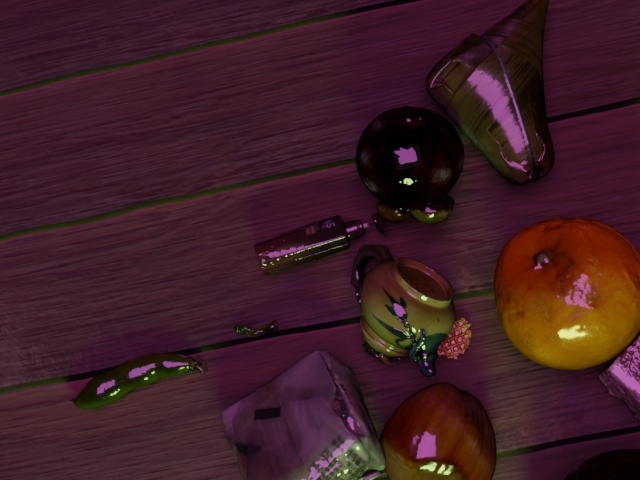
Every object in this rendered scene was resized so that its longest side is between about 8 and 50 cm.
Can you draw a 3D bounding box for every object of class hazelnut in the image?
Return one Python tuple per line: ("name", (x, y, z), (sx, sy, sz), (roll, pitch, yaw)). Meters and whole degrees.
("hazelnut", (0.195, 0.349, 1.874), (0.186, 0.210, 0.210), (-37, 77, 23))

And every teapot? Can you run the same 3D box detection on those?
("teapot", (0.129, 0.126, 1.935), (0.269, 0.173, 0.182), (49, 121, 35))

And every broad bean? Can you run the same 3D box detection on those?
("broad bean", (-0.336, 0.247, 2.012), (0.254, 0.046, 0.065), (-19, 91, 2))

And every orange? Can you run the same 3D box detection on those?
("orange", (0.417, 0.088, 1.846), (0.261, 0.261, 0.261), (-1, 80, 7))

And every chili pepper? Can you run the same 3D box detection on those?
("chili pepper", (-0.120, 0.161, 2.016), (0.083, 0.022, 0.027), (-5, 112, 5))

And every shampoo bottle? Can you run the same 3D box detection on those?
("shampoo bottle", (0.000, 0.001, 2.006), (0.236, 0.067, 0.068), (-19, 69, 3))

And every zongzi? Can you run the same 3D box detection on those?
("zongzi", (0.375, -0.280, 1.980), (0.300, 0.138, 0.286), (-40, 80, -3))

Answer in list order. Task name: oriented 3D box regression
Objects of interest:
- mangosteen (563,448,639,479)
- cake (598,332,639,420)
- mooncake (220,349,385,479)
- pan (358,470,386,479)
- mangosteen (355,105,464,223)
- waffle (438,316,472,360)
("mangosteen", (0.492, 0.487, 1.752), (0.330, 0.330, 0.330), (-1, 80, 7))
("cake", (0.563, 0.218, 1.867), (0.147, 0.134, 0.135), (-40, 76, -8))
("mooncake", (-0.025, 0.342, 1.882), (0.254, 0.136, 0.250), (-35, 48, 7))
("pan", (0.015, 0.427, 1.936), (0.128, 0.048, 0.202), (43, 87, 13))
("mangosteen", (0.156, -0.137, 1.956), (0.210, 0.210, 0.210), (-1, 80, 7))
("waffle", (0.226, 0.171, 1.974), (0.085, 0.016, 0.078), (9, 81, 9))
